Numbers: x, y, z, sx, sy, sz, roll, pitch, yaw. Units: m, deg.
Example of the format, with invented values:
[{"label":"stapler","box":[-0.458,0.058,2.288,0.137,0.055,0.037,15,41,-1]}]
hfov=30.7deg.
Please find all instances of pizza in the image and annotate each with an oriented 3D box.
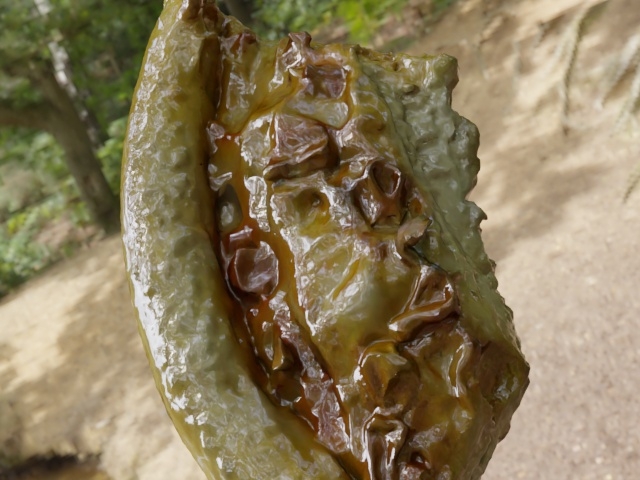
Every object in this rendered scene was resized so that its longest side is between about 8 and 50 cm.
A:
[{"label":"pizza","box":[-0.004,0.005,0.414,0.134,0.271,0.056,-16,-26,16]}]
